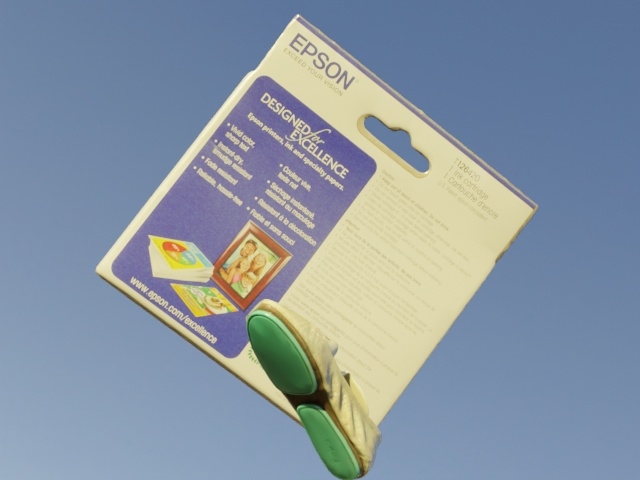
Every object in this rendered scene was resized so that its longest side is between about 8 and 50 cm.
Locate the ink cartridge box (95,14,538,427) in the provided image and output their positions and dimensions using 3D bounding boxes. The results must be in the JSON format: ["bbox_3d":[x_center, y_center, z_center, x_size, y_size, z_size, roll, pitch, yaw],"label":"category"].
[{"bbox_3d":[0.000,0.000,0.882,0.304,0.307,0.072,38,-9,-7],"label":"ink cartridge box"}]

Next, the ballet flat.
[{"bbox_3d":[-0.003,0.101,0.670,0.057,0.052,0.168,-4,-59,39],"label":"ballet flat"}]
